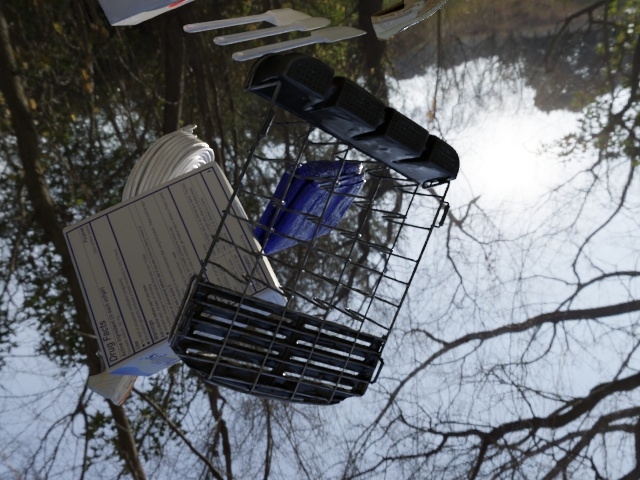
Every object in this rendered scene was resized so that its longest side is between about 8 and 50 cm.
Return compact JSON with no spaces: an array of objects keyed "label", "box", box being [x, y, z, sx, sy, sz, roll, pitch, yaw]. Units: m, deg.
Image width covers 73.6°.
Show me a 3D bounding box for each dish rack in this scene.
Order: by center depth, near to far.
[{"label":"dish rack","box":[0.000,0.000,0.369,0.208,0.272,0.074,23,178,-25]}]

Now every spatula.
[{"label":"spatula","box":[-0.070,-0.316,0.648,0.242,0.019,0.168,-31,-124,-34]}]

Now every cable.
[{"label":"cable","box":[-0.341,-0.122,0.974,0.089,0.257,0.257,27,-154,0]}]

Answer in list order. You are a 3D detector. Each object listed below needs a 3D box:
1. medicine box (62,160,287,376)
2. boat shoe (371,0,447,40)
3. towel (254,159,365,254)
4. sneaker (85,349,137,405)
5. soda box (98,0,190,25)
[{"label":"medicine box","box":[-0.247,0.052,0.754,0.289,0.149,0.264,-26,-109,-6]},{"label":"boat shoe","box":[0.145,-0.376,0.687,0.135,0.045,0.050,-25,-142,21]},{"label":"towel","box":[-0.012,-0.075,0.974,0.076,0.228,0.308,38,-155,17]},{"label":"sneaker","box":[-0.513,0.286,1.131,0.099,0.121,0.263,-44,-157,50]},{"label":"soda box","box":[-0.154,-0.376,0.549,0.286,0.098,0.091,-17,-153,7]}]
